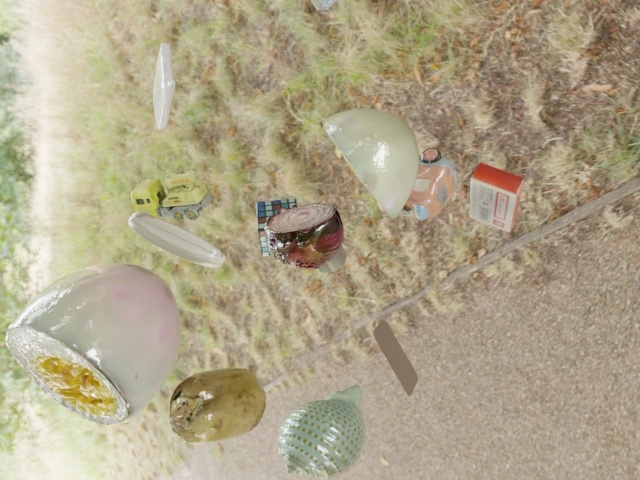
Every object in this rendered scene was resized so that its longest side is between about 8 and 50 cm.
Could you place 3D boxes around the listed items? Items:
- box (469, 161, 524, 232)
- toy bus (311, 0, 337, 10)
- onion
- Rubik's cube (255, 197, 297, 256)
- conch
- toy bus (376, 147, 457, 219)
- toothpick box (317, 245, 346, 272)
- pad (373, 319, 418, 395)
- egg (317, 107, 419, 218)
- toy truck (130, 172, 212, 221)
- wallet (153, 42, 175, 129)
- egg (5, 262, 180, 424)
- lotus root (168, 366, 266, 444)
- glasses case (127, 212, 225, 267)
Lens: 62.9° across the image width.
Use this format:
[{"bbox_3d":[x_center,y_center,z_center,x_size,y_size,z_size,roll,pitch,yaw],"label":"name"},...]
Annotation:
[{"bbox_3d":[0.445,-0.107,1.338,0.123,0.229,0.050,25,74,24],"label":"box"},{"bbox_3d":[-0.026,-0.602,1.147,0.190,0.064,0.075,53,173,-36],"label":"toy bus"},{"bbox_3d":[-0.047,0.010,1.226,0.195,0.218,0.139,2,121,16],"label":"onion"},{"bbox_3d":[-0.182,-0.058,2.293,0.187,0.182,0.184,87,176,-50],"label":"Rubik's cube"},{"bbox_3d":[0.027,0.602,1.586,0.215,0.319,0.302,54,154,35],"label":"conch"},{"bbox_3d":[0.319,-0.183,1.825,0.288,0.232,0.194,8,149,25],"label":"toy bus"},{"bbox_3d":[0.000,0.000,1.565,0.111,0.111,0.180,12,144,37],"label":"toothpick box"},{"bbox_3d":[0.278,0.425,1.916,0.002,0.176,0.266,-31,89,24],"label":"pad"},{"bbox_3d":[0.165,-0.243,1.425,0.201,0.337,0.337,-39,73,11],"label":"egg"},{"bbox_3d":[-0.525,-0.158,1.829,0.273,0.124,0.157,-3,122,17],"label":"toy truck"},{"bbox_3d":[-0.352,-0.339,1.175,0.183,0.032,0.124,133,129,-60],"label":"wallet"},{"bbox_3d":[-0.492,0.206,1.258,0.355,0.339,0.354,16,134,17],"label":"egg"},{"bbox_3d":[-0.222,0.377,1.211,0.146,0.284,0.160,-16,73,27],"label":"lotus root"},{"bbox_3d":[-0.288,0.001,1.054,0.204,0.051,0.081,27,159,-10],"label":"glasses case"}]
